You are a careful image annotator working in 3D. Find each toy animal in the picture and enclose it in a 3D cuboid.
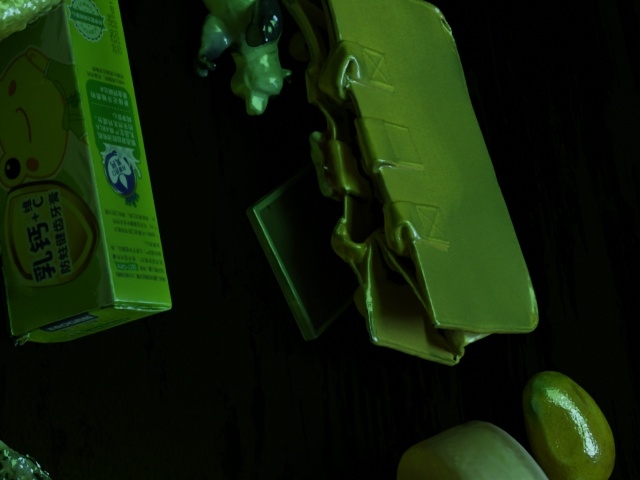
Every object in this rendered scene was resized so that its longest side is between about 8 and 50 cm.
[{"bbox_3d":[-0.087,-0.235,1.593,0.225,0.094,0.121,69,21,-1],"label":"toy animal"}]

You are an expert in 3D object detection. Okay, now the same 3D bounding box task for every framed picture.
[{"bbox_3d":[0.000,0.000,1.671,0.150,0.015,0.203,65,31,-11],"label":"framed picture"}]

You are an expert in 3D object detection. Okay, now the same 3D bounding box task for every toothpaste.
[{"bbox_3d":[-0.208,-0.086,1.280,0.077,0.110,0.327,10,65,-60],"label":"toothpaste"}]

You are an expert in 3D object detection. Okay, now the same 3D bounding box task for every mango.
[{"bbox_3d":[0.303,0.233,1.976,0.115,0.089,0.165,-29,96,-50],"label":"mango"}]

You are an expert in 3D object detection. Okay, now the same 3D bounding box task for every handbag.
[{"bbox_3d":[0.081,-0.075,1.690,0.283,0.133,0.400,16,56,-63],"label":"handbag"}]

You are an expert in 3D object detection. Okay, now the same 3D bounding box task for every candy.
[{"bbox_3d":[0.162,0.295,1.573,0.094,0.255,0.255,-21,93,-20],"label":"candy"}]

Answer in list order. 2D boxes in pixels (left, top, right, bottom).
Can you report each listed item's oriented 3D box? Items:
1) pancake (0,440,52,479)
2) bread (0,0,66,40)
[{"bbox_3d":[-0.258,0.231,1.079,0.282,0.049,0.282,34,46,-45],"label":"pancake"},{"bbox_3d":[-0.283,-0.212,1.169,0.169,0.140,0.160,-31,98,-41],"label":"bread"}]
